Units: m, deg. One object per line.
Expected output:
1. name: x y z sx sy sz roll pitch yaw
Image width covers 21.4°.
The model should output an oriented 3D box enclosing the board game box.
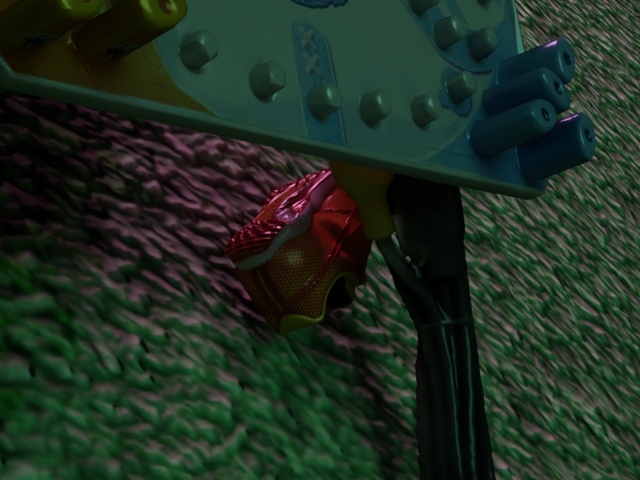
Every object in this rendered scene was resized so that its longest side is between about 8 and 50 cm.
1. board game box: -0.018 -0.231 0.797 0.390 0.050 0.390 8 67 -50

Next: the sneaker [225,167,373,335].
1. sneaker: 0.000 0.000 0.929 0.067 0.064 0.175 63 31 -13

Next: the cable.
1. cable: 0.045 0.022 0.902 0.139 0.072 0.287 -26 109 -77
